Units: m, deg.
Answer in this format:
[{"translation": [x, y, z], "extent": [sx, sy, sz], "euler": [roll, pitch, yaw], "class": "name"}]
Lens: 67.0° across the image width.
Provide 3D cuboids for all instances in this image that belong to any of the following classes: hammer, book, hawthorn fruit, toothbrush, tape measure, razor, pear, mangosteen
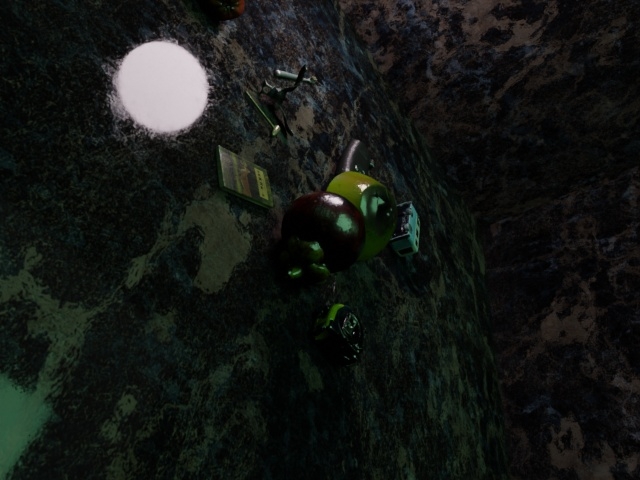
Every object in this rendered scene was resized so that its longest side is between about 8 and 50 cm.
[{"translation": [-0.227, -0.478, 1.827], "extent": [0.195, 0.028, 0.060], "euler": [50, 39, -19], "class": "hammer"}, {"translation": [-0.247, -0.203, 1.584], "extent": [0.228, 0.024, 0.160], "euler": [22, 49, -50], "class": "book"}, {"translation": [-0.368, -0.930, 1.818], "extent": [0.162, 0.162, 0.204], "euler": [27, 31, -48], "class": "hawthorn fruit"}, {"translation": [-0.108, -0.744, 2.202], "extent": [0.342, 0.030, 0.025], "euler": [-22, 83, -59], "class": "toothbrush"}, {"translation": [0.064, 0.297, 1.621], "extent": [0.199, 0.112, 0.186], "euler": [49, 29, -18], "class": "tape measure"}, {"translation": [0.154, -0.314, 2.222], "extent": [0.189, 0.107, 0.327], "euler": [46, 40, -29], "class": "razor"}, {"translation": [0.193, -0.111, 1.975], "extent": [0.398, 0.165, 0.400], "euler": [13, 72, -45], "class": "pear"}, {"translation": [0.001, -0.013, 1.595], "extent": [0.311, 0.311, 0.312], "euler": [38, 39, -39], "class": "mangosteen"}]

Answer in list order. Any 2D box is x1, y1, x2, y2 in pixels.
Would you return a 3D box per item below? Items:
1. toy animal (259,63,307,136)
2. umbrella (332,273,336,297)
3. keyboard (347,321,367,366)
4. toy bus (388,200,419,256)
[{"translation": [-0.158, -0.586, 1.919], "extent": [0.160, 0.273, 0.197], "euler": [15, 16, -34], "class": "toy animal"}, {"translation": [0.051, 0.165, 1.801], "extent": [0.122, 0.013, 0.022], "euler": [-78, 156, -48], "class": "umbrella"}, {"translation": [0.118, 0.365, 1.752], "extent": [0.072, 0.023, 0.231], "euler": [58, 30, -7], "class": "keyboard"}, {"translation": [0.428, -0.054, 2.455], "extent": [0.165, 0.132, 0.272], "euler": [53, 34, -30], "class": "toy bus"}]
